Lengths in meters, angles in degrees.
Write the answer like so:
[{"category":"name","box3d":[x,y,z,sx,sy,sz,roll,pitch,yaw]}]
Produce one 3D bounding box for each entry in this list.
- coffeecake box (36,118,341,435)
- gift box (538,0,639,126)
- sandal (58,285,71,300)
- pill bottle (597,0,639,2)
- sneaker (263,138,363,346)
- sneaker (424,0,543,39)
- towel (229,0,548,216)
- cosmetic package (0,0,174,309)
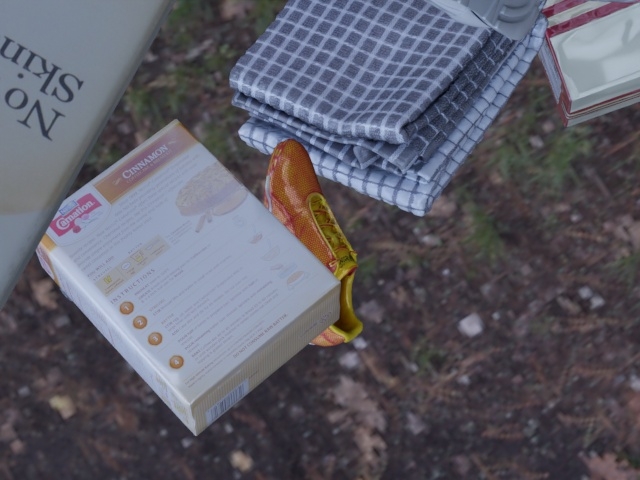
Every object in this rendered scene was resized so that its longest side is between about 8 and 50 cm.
[{"category":"coffeecake box","box3d":[-0.099,0.024,1.040,0.185,0.142,0.068,45,160,19]},{"category":"gift box","box3d":[0.381,-0.281,1.674,0.258,0.276,0.255,-19,89,5]},{"category":"sandal","box3d":[-0.226,0.040,1.489,0.179,0.040,0.067,8,118,56]},{"category":"pill bottle","box3d":[0.132,-0.185,0.828,0.087,0.160,0.087,8,100,60]},{"category":"sneaker","box3d":[0.000,0.000,1.163,0.067,0.064,0.175,-5,105,36]},{"category":"sneaker","box3d":[0.063,-0.204,0.926,0.094,0.235,0.090,28,86,37]},{"category":"towel","box3d":[0.068,-0.189,1.445,0.235,0.284,0.121,25,152,25]},{"category":"cosmetic package","box3d":[-0.169,-0.068,0.591,0.160,0.309,0.113,28,146,-10]}]
